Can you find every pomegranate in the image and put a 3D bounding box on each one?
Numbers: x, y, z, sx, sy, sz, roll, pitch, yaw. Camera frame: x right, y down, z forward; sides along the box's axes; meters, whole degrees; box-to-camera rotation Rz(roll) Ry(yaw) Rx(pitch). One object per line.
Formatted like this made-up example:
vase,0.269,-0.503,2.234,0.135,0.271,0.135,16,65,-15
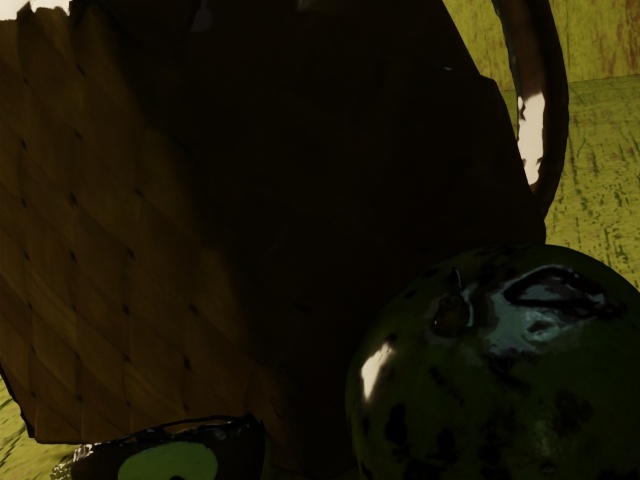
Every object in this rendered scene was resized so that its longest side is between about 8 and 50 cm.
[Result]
pomegranate,0.076,0.067,0.649,0.122,0.122,0.161,-2,-27,33

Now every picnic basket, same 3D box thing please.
picnic basket,-0.005,-0.063,0.841,0.337,0.293,0.337,-24,15,7

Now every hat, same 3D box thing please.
hat,-0.055,0.099,0.673,0.077,0.059,0.076,-7,-9,-35
